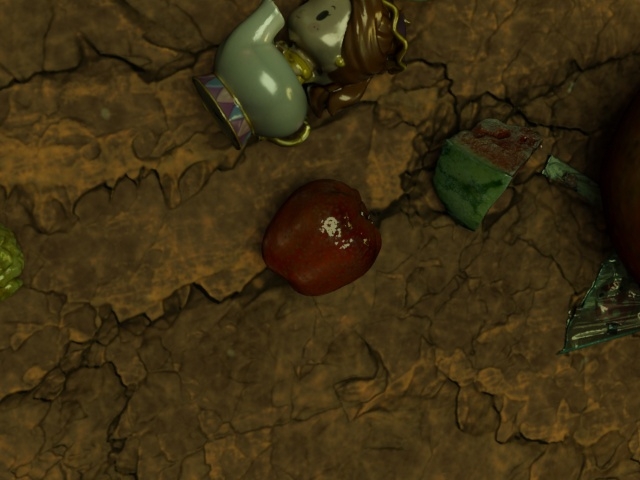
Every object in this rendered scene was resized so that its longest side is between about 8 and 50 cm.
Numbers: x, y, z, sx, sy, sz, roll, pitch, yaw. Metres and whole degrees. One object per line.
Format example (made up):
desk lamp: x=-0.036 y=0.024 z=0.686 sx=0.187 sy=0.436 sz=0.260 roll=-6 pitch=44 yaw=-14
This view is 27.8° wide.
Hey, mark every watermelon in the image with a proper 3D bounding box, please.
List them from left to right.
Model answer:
watermelon: x=0.208 y=-0.105 z=1.592 sx=0.098 sy=0.121 sz=0.158 roll=42 pitch=82 yaw=7

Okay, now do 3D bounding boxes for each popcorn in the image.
popcorn: x=-0.402 y=0.023 z=1.472 sx=0.120 sy=0.116 sz=0.106 roll=-36 pitch=60 yaw=-9

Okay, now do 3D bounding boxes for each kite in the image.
kite: x=0.440 y=-0.009 z=1.702 sx=0.368 sy=0.014 sz=0.406 roll=29 pitch=90 yaw=-15

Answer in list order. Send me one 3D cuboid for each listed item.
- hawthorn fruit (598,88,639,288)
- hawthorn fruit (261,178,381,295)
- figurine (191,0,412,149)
hawthorn fruit: x=0.539 y=-0.057 z=1.519 sx=0.402 sy=0.403 sz=0.403 roll=-2 pitch=97 yaw=-13
hawthorn fruit: x=0.000 y=0.000 z=1.549 sx=0.138 sy=0.133 sz=0.133 roll=-33 pitch=103 yaw=9
figurine: x=-0.014 y=-0.215 z=1.511 sx=0.263 sy=0.142 sz=0.190 roll=-33 pitch=135 yaw=-8
